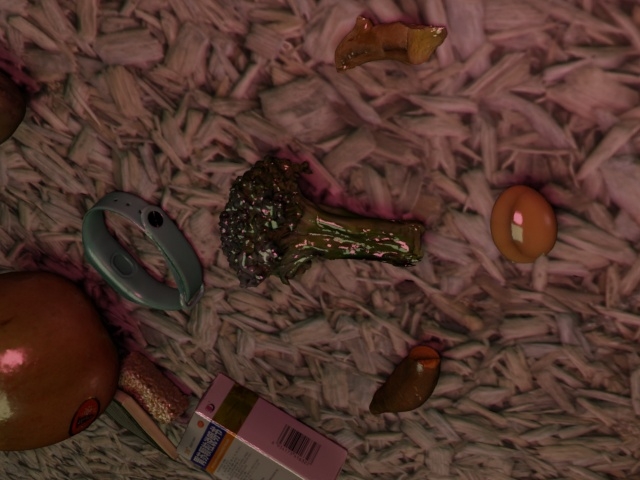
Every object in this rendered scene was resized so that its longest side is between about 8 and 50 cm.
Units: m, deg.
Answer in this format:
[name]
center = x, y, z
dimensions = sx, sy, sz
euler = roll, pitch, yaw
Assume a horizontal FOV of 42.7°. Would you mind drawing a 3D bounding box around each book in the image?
[book]
center = -0.428, 0.360, 1.751
dimensions = 0.264, 0.027, 0.202
euler = 14, 143, 46

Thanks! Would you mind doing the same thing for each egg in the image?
[egg]
center = 0.244, -0.021, 0.991
dimensions = 0.080, 0.080, 0.096
euler = -6, 130, 35

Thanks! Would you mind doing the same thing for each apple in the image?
[apple]
center = -0.558, 0.232, 1.532
dimensions = 0.338, 0.305, 0.339
euler = 27, 130, 37

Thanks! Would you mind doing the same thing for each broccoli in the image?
[broccoli]
center = -0.010, 0.011, 1.141
dimensions = 0.274, 0.177, 0.199
euler = 21, 134, -7

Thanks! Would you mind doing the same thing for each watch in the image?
[watch]
center = -0.299, 0.025, 1.388
dimensions = 0.195, 0.068, 0.237
euler = -25, 110, 42

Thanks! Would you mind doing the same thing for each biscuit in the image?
[biscuit]
center = -0.344, 0.298, 1.669
dimensions = 0.168, 0.082, 0.070
euler = 45, 131, -7

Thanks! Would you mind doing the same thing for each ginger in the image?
[ginger]
center = 0.074, -0.223, 0.930
dimensions = 0.137, 0.044, 0.057
euler = 3, 149, 32

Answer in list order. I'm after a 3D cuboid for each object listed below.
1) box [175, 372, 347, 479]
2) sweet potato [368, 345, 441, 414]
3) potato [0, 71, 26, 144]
[box]
center = -0.121, 0.419, 1.627
dimensions = 0.299, 0.106, 0.200
euler = 32, 139, 3
[sweet potato]
center = 0.140, 0.238, 1.321
dimensions = 0.077, 0.077, 0.244
euler = 29, 145, 4
[potato]
center = -0.569, -0.237, 1.233
dimensions = 0.262, 0.165, 0.165
euler = 36, 139, 5
